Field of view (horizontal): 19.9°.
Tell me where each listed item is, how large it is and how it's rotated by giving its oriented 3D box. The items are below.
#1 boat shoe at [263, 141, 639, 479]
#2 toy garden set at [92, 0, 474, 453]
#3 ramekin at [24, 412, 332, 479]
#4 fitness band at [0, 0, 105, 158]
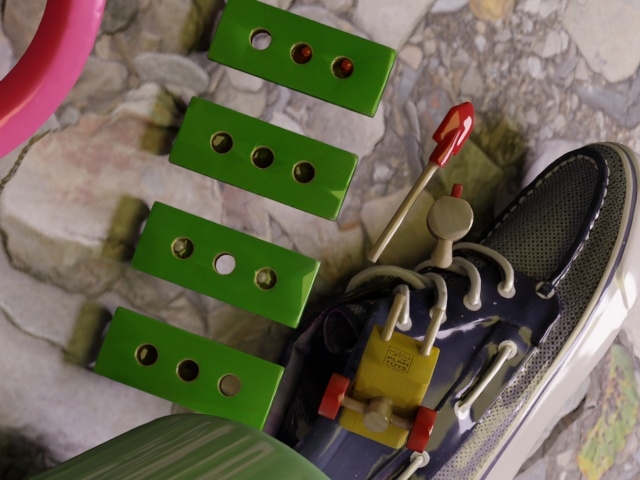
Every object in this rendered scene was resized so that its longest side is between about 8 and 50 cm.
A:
[{"bbox_3d":[0.092,0.049,1.208,0.158,0.127,0.340,39,74,-32],"label":"boat shoe"},{"bbox_3d":[0.000,0.000,1.110,0.203,0.049,0.244,20,87,3],"label":"toy garden set"},{"bbox_3d":[-0.072,0.245,1.010,0.148,0.303,0.303,-29,118,-40],"label":"ramekin"},{"bbox_3d":[-0.204,-0.156,0.905,0.209,0.054,0.291,-27,135,-30],"label":"fitness band"}]
